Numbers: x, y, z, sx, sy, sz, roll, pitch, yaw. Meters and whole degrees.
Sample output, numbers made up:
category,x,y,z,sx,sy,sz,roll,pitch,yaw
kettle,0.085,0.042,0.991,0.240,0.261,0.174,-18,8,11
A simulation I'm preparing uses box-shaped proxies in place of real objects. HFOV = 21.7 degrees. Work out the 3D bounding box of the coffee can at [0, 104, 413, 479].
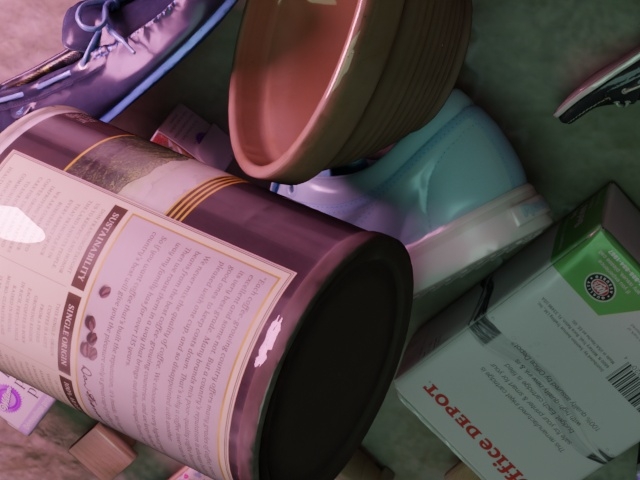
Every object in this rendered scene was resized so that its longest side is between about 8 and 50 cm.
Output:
category,x,y,z,sx,sy,sz,roll,pitch,yaw
coffee can,-0.102,0.043,1.169,0.275,0.201,0.202,23,121,24

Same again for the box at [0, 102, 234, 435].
category,x,y,z,sx,sy,sz,roll,pitch,yaw
box,-0.180,0.028,1.377,0.063,0.067,0.324,36,118,-5

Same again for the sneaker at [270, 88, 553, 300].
category,x,y,z,sx,sy,sz,roll,pitch,yaw
sneaker,0.000,0.000,1.300,0.366,0.135,0.150,-28,83,25

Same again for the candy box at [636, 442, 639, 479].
category,x,y,z,sx,sy,sz,roll,pitch,yaw
candy box,0.362,0.230,1.336,0.196,0.070,0.165,-6,113,17

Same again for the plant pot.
category,x,y,z,sx,sy,sz,roll,pitch,yaw
plant pot,0.030,-0.145,1.164,0.109,0.237,0.237,15,122,-23

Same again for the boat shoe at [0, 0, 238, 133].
category,x,y,z,sx,sy,sz,roll,pitch,yaw
boat shoe,-0.166,-0.142,1.266,0.258,0.109,0.089,-35,100,24

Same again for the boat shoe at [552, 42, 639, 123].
category,x,y,z,sx,sy,sz,roll,pitch,yaw
boat shoe,0.227,-0.118,1.213,0.125,0.046,0.038,-37,98,18

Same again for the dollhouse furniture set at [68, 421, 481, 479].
category,x,y,z,sx,sy,sz,roll,pitch,yaw
dollhouse furniture set,-0.009,0.238,1.377,0.355,0.174,0.303,42,118,-9

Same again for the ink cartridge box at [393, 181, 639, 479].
category,x,y,z,sx,sy,sz,roll,pitch,yaw
ink cartridge box,0.190,0.087,1.296,0.219,0.092,0.160,-39,101,28
